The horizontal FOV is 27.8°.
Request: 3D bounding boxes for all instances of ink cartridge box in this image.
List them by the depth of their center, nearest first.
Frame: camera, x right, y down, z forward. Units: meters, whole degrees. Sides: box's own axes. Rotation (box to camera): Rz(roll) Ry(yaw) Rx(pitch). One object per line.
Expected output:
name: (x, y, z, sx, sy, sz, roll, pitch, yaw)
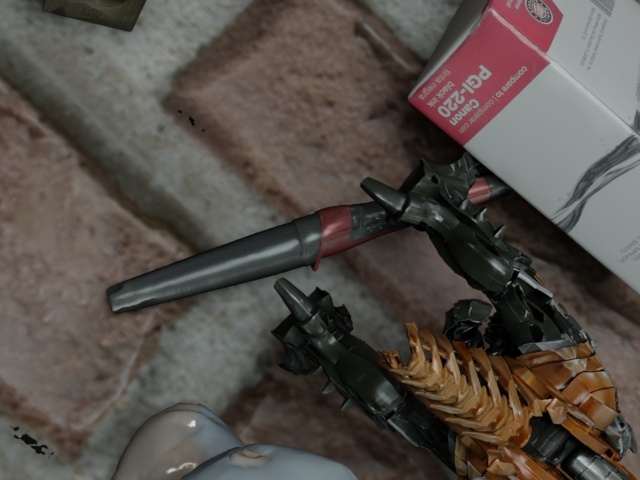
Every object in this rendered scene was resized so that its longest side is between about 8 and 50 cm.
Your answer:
ink cartridge box: (0.180, -0.083, 0.831, 0.218, 0.092, 0.159, 38, 38, -6)

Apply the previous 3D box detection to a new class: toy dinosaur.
toy dinosaur: (0.099, 0.068, 0.710, 0.164, 0.322, 0.218, -40, 67, -13)

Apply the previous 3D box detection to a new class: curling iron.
curling iron: (0.000, 0.000, 0.811, 0.274, 0.068, 0.035, -20, 87, -15)

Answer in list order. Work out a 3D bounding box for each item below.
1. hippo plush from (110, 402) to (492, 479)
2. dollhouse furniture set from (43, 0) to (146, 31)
hippo plush: (-0.016, 0.218, 0.661, 0.294, 0.236, 0.234, 29, 72, -10)
dollhouse furniture set: (-0.168, -0.244, 0.777, 0.160, 0.101, 0.182, 12, 76, -15)
